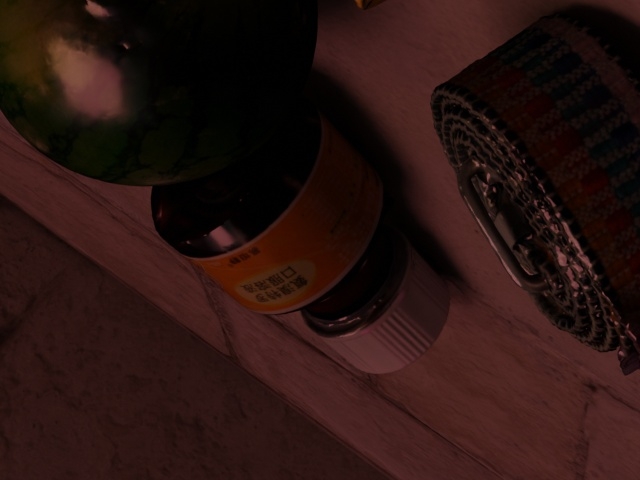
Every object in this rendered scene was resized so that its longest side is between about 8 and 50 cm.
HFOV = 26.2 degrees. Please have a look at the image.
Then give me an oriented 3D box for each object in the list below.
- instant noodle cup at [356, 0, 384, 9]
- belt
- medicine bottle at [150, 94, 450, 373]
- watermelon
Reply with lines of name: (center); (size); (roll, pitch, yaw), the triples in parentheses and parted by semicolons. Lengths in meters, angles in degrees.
instant noodle cup: (0.050, -0.274, 1.073); (0.122, 0.151, 0.151); (52, 163, 6)
belt: (0.210, -0.030, 1.158); (0.295, 0.160, 0.207); (59, 171, -4)
medicine bottle: (0.000, 0.000, 1.679); (0.395, 0.242, 0.242); (38, 167, -35)
watermelon: (-0.169, -0.215, 1.336); (0.363, 0.363, 0.363); (36, 162, 14)
